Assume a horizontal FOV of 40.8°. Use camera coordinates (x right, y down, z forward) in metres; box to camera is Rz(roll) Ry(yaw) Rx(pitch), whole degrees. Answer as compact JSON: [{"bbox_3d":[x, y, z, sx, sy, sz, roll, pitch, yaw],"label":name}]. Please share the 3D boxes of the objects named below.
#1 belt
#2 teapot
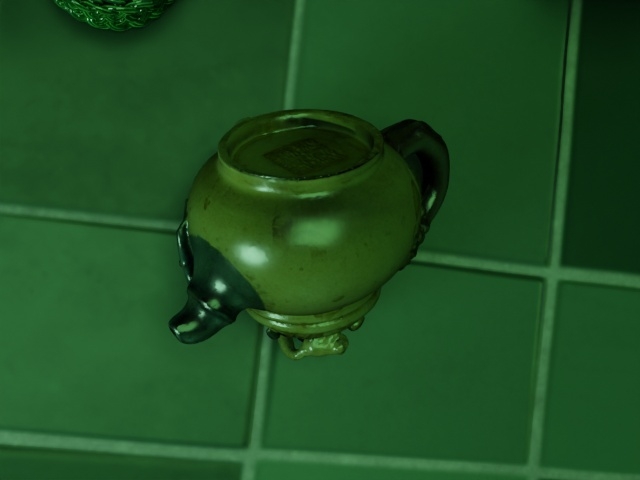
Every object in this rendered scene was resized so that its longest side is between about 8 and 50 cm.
[{"bbox_3d":[-0.154,-0.242,0.671,0.121,0.079,0.151,38,81,-7],"label":"belt"},{"bbox_3d":[0.000,0.000,0.666,0.269,0.173,0.182,-25,127,-32],"label":"teapot"}]
